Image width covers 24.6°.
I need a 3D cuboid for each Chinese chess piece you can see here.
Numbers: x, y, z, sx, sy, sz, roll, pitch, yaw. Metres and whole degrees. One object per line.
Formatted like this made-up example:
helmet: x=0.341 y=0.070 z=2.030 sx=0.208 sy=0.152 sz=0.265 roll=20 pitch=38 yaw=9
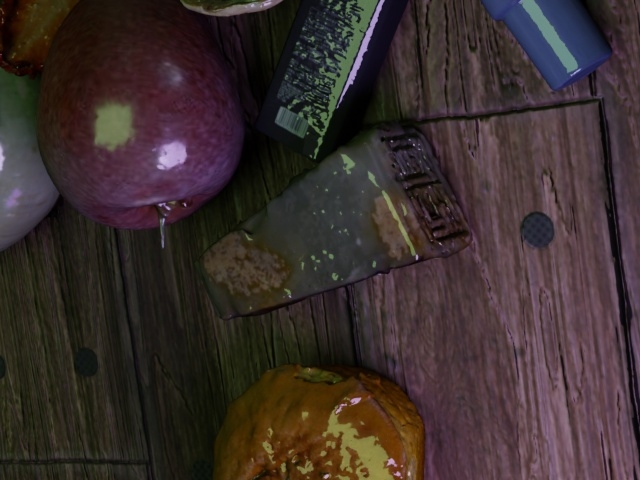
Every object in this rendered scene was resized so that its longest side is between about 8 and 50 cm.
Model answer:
Chinese chess piece: x=-0.459 y=-0.144 z=1.779 sx=0.349 sy=0.146 sz=0.349 roll=5 pitch=100 yaw=31

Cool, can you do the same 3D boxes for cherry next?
cherry: x=-0.192 y=-0.144 z=1.562 sx=0.221 sy=0.261 sz=0.307 roll=-1 pitch=78 yaw=-10

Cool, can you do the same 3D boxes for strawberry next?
strawberry: x=-0.312 y=-0.254 z=1.668 sx=0.121 sy=0.188 sz=0.082 roll=30 pitch=152 yaw=1

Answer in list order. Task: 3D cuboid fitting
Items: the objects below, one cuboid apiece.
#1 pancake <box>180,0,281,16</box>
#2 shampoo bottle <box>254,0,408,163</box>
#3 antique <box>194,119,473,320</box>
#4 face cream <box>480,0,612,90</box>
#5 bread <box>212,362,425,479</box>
pancake: x=-0.079 y=-0.280 z=1.534 sx=0.158 sy=0.158 sz=0.028 roll=16 pitch=137 yaw=28
shampoo bottle: x=0.030 y=-0.236 z=1.514 sx=0.098 sy=0.071 sz=0.309 roll=32 pitch=112 yaw=24
antique: x=0.000 y=0.000 z=1.538 sx=0.284 sy=0.125 sz=0.150 roll=-28 pitch=82 yaw=31
face cream: x=0.147 y=-0.319 z=1.412 sx=0.086 sy=0.135 sz=0.385 roll=-35 pitch=85 yaw=17
bread: x=-0.001 y=0.252 z=1.570 sx=0.268 sy=0.145 sz=0.268 roll=3 pitch=95 yaw=32
